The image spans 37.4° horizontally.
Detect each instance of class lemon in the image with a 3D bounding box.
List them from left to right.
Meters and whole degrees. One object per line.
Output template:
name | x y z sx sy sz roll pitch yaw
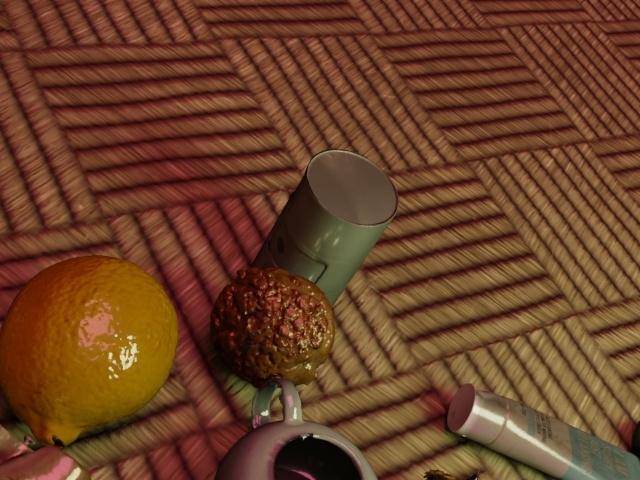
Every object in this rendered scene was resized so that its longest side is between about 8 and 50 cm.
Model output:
lemon | -0.250 0.112 1.021 0.187 0.187 0.244 25 49 -5

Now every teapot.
teapot | -0.021 0.282 1.026 0.193 0.129 0.294 1 51 -29

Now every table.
table | 0.000 0.000 1.226 0.126 0.220 0.126 15 47 -17

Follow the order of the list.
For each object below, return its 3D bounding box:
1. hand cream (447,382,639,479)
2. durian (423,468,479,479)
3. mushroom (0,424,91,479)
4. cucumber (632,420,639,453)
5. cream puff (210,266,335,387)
hand cream | 0.320 0.279 1.255 0.312 0.070 0.111 23 36 -14
durian | 0.184 0.355 1.076 0.193 0.137 0.237 30 1 -11
mushroom | -0.373 0.223 0.892 0.286 0.156 0.151 22 55 8
cucumber | 0.533 0.319 1.323 0.193 0.085 0.115 32 0 4
cream puff | -0.065 0.103 1.146 0.115 0.165 0.150 19 62 -58
